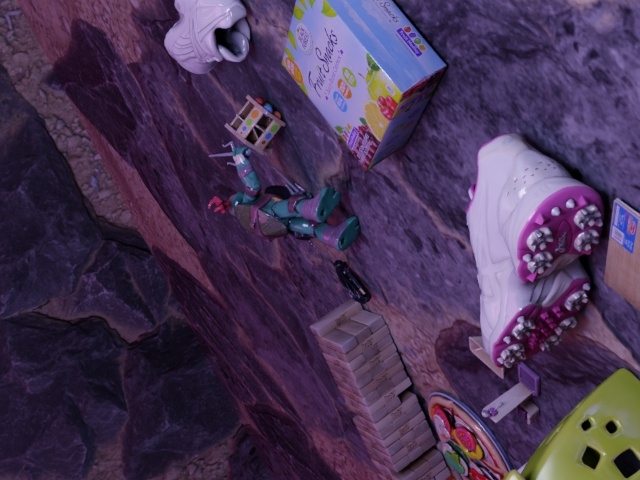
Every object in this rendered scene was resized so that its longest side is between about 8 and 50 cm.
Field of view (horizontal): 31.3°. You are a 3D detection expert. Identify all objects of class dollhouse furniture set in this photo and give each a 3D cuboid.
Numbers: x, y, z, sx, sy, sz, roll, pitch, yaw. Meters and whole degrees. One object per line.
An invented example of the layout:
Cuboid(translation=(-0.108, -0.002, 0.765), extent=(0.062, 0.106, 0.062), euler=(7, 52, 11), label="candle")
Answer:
Cuboid(translation=(0.216, 0.191, 1.480), extent=(0.114, 0.081, 0.091), euler=(42, 157, 36), label="dollhouse furniture set")

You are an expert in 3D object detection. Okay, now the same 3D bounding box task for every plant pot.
Cuboid(translation=(0.307, 0.312, 1.256), extent=(0.228, 0.207, 0.227), euler=(51, 162, 19), label="plant pot")

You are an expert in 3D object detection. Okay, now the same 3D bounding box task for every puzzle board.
Cuboid(translation=(0.310, 0.027, 1.075), extent=(0.096, 0.011, 0.128), euler=(45, 158, 35), label="puzzle board")

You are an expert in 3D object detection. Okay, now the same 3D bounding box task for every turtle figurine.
Cuboid(translation=(-0.062, -0.055, 1.681), extent=(0.234, 0.118, 0.175), euler=(19, 174, 37), label="turtle figurine")

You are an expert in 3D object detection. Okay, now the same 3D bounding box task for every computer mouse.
Cuboid(translation=(0.000, 0.000, 1.769), extent=(0.242, 0.041, 0.071), euler=(47, -160, 10), label="computer mouse")

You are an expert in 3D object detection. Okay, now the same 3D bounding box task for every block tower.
Cuboid(translation=(0.100, 0.264, 1.865), extent=(0.097, 0.091, 0.335), euler=(14, 133, 61), label="block tower")

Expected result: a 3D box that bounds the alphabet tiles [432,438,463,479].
Cuboid(translation=(0.169, 0.396, 2.066), extent=(0.285, 0.011, 0.342), euler=(62, 161, -15), label="alphabet tiles")

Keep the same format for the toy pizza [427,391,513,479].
Cuboid(translation=(0.225, 0.322, 1.759), extent=(0.201, 0.032, 0.201), euler=(48, 160, 23), label="toy pizza")

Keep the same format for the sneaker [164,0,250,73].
Cuboid(translation=(-0.152, -0.282, 1.611), extent=(0.115, 0.090, 0.232), euler=(49, 162, 10), label="sneaker")

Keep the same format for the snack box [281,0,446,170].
Cuboid(translation=(0.042, -0.198, 1.281), extent=(0.174, 0.070, 0.207), euler=(53, 161, 10), label="snack box")

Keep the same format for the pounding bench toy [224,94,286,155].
Cuboid(translation=(-0.085, -0.167, 1.682), extent=(0.052, 0.065, 0.083), euler=(43, -172, 35), label="pounding bench toy")

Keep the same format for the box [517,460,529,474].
Cuboid(translation=(0.331, 0.358, 1.435), extent=(0.203, 0.103, 0.114), euler=(51, 162, 17), label="box")

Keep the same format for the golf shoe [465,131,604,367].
Cuboid(translation=(0.208, 0.014, 1.187), extent=(0.140, 0.115, 0.306), euler=(57, 159, 34), label="golf shoe")
